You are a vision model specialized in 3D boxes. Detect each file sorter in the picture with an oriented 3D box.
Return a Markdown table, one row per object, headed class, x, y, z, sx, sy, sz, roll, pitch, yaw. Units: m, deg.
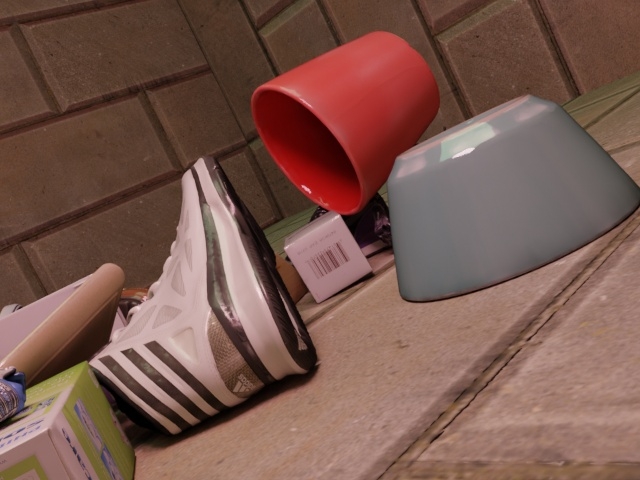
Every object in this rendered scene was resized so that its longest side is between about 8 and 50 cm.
| class | x | y | z | sx | sy | sz | roll | pitch | yaw |
| --- | --- | --- | --- | --- | --- | --- | --- | --- | --- |
| file sorter | -0.469 | 0.204 | 1.272 | 0.278 | 0.192 | 0.173 | -27 | 3 | -10 |

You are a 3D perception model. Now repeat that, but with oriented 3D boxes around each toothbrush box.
| class | x | y | z | sx | sy | sz | roll | pitch | yaw |
| --- | --- | --- | --- | --- | --- | --- | --- | --- | --- |
| toothbrush box | -0.280 | 0.221 | 0.614 | 0.206 | 0.122 | 0.283 | -26 | 7 | -11 |

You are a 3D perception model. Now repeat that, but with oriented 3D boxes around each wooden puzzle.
| class | x | y | z | sx | sy | sz | roll | pitch | yaw |
| --- | --- | --- | --- | --- | --- | --- | --- | --- | --- |
| wooden puzzle | -0.330 | 0.164 | 0.891 | 0.221 | 0.044 | 0.238 | -55 | -10 | -47 |

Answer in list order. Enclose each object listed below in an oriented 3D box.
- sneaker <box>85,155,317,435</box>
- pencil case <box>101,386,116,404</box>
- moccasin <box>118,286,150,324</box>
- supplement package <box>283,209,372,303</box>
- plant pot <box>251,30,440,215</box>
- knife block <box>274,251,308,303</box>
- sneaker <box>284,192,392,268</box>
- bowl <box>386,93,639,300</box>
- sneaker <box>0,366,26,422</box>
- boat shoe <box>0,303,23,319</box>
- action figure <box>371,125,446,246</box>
| class | x | y | z | sx | sy | sz | roll | pitch | yaw |
| --- | --- | --- | --- | --- | --- | --- | --- | --- | --- |
| sneaker | -0.187 | 0.058 | 0.904 | 0.258 | 0.169 | 0.447 | -30 | 33 | 1 |
| pencil case | -0.338 | 0.221 | 1.092 | 0.206 | 0.086 | 0.088 | -24 | -37 | 12 |
| moccasin | -0.398 | 0.174 | 1.527 | 0.147 | 0.139 | 0.380 | -32 | -6 | -34 |
| supplement package | 0.008 | 0.021 | 1.194 | 0.105 | 0.105 | 0.179 | -32 | 5 | 0 |
| plant pot | 0.058 | -0.218 | 1.261 | 0.243 | 0.275 | 0.275 | -41 | 11 | -21 |
| knife block | -0.114 | 0.115 | 1.137 | 0.088 | 0.242 | 0.276 | -23 | -38 | 21 |
| sneaker | 0.000 | 0.000 | 1.355 | 0.283 | 0.124 | 0.107 | -26 | 5 | 2 |
| bowl | 0.206 | -0.068 | 0.884 | 0.312 | 0.163 | 0.311 | -25 | 5 | 2 |
| sneaker | -0.277 | 0.132 | 0.609 | 0.058 | 0.052 | 0.135 | -16 | 9 | -29 |
| boat shoe | -0.595 | 0.232 | 1.487 | 0.102 | 0.108 | 0.301 | -19 | 38 | -11 |
| action figure | 0.191 | -0.089 | 1.278 | 0.164 | 0.141 | 0.275 | -24 | 21 | 41 |
